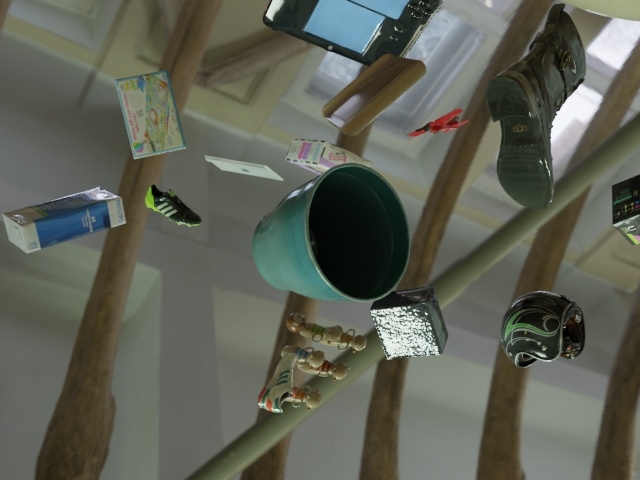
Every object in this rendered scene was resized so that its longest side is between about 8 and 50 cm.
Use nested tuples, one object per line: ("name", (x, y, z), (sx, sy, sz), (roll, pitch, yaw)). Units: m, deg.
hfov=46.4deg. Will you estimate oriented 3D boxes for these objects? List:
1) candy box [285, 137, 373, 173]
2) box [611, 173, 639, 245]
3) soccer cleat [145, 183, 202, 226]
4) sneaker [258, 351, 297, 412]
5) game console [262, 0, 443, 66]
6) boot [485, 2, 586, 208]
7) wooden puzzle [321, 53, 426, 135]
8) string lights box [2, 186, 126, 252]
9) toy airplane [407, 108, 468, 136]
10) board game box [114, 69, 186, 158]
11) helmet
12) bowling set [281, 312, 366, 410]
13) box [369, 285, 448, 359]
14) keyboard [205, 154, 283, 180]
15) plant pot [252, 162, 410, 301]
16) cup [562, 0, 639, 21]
("candy box", (0.022, -0.222, 2.086), (0.165, 0.070, 0.196), (21, 178, -31))
("box", (0.485, -0.047, 1.143), (0.062, 0.052, 0.083), (36, -131, -26))
("soccer cleat", (-0.403, -0.095, 2.047), (0.179, 0.072, 0.060), (25, -151, 13))
("sneaker", (-0.084, 0.349, 1.817), (0.075, 0.057, 0.161), (18, -125, 24))
("game console", (0.090, -0.596, 1.836), (0.386, 0.342, 0.060), (18, -135, -18))
("boot", (0.359, -0.206, 1.165), (0.091, 0.263, 0.229), (12, -137, 40))
("wooden puzzle", (0.116, -0.322, 1.651), (0.044, 0.221, 0.239), (48, -177, -24))
("string lights box", (-0.641, -0.057, 1.877), (0.259, 0.077, 0.133), (-21, -152, -35))
("toy airplane", (0.267, -0.253, 1.654), (0.151, 0.151, 0.028), (-18, -95, -52))
("board game box", (-0.329, -0.244, 1.448), (0.103, 0.026, 0.154), (-13, -85, -11))
("helmet", (0.471, 0.194, 1.613), (0.169, 0.161, 0.169), (0, -90, -47))
("bowling set", (-0.012, 0.294, 2.002), (0.154, 0.200, 0.287), (8, -132, 33))
("box", (0.231, 0.213, 1.928), (0.093, 0.156, 0.158), (-52, -52, -55))
("keyboard", (-0.199, -0.187, 1.917), (0.256, 0.014, 0.072), (14, 169, 44))
("plant pot", (0.000, 0.000, 1.537), (0.271, 0.255, 0.272), (8, -103, -38))
("cup", (0.425, -0.399, 0.905), (0.331, 0.331, 0.237), (10, -142, -35))
